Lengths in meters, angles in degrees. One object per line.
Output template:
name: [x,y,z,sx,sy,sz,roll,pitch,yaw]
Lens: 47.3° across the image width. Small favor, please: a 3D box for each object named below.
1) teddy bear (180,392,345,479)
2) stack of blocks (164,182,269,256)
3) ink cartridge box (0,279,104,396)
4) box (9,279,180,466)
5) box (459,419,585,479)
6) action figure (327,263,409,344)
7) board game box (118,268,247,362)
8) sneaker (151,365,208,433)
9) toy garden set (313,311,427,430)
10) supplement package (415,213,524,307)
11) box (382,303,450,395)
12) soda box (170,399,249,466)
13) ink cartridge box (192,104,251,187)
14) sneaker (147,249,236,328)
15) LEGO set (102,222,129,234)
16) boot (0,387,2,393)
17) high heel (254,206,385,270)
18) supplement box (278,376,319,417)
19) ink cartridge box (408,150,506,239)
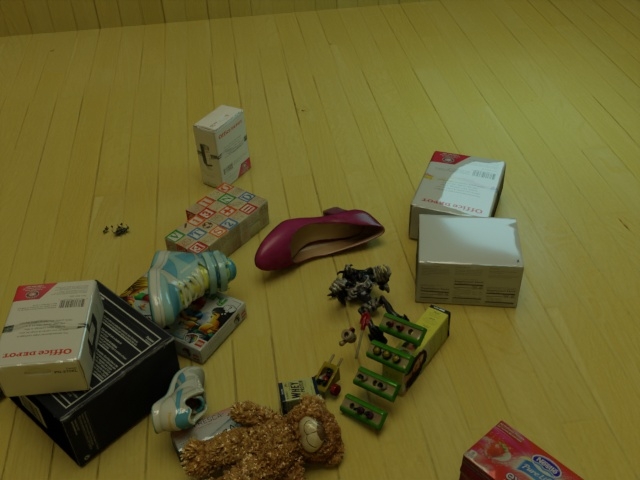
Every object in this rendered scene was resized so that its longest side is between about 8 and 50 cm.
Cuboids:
teddy bear: [-0.113,0.430,1.478,0.338,0.113,0.245,-4,53,-6]
stack of blocks: [-0.307,-0.037,2.103,0.171,0.087,0.297,23,46,28]
ink cartridge box: [-0.561,0.201,1.528,0.172,0.100,0.237,-4,39,-3]
box: [-0.519,0.287,1.641,0.296,0.182,0.294,30,50,31]
box: [0.404,0.487,1.404,0.128,0.122,0.257,-30,47,-31]
action figure: [0.113,0.127,1.847,0.164,0.141,0.275,-26,46,-11]
board game box: [-0.368,0.183,1.864,0.305,0.053,0.193,18,42,23]
sneaker: [-0.286,0.347,1.598,0.092,0.087,0.228,-7,18,11]
toy garden set: [0.096,0.270,1.640,0.204,0.049,0.244,19,77,38]
supplement package: [0.384,0.050,1.923,0.262,0.145,0.204,3,40,5]
box: [0.229,0.256,1.726,0.058,0.087,0.232,21,46,28]
soda box: [-0.225,0.414,1.572,0.183,0.058,0.063,-19,42,-19]
ink cartridge box: [-0.310,-0.297,2.319,0.092,0.218,0.158,19,44,24]
sneaker: [-0.309,0.105,1.784,0.208,0.127,0.319,-3,25,-6]
LEGO set: [-0.602,-0.030,2.165,0.083,0.023,0.054,5,36,30]
boot: [-0.843,0.333,1.700,0.247,0.083,0.161,14,32,16]
high heel: [0.000,0.000,2.006,0.181,0.127,0.377,20,40,40]
supplement box: [-0.046,0.355,1.616,0.083,0.083,0.056,-9,39,-7]
ink cartridge box: [0.403,-0.121,2.142,0.226,0.131,0.306,13,43,17]
